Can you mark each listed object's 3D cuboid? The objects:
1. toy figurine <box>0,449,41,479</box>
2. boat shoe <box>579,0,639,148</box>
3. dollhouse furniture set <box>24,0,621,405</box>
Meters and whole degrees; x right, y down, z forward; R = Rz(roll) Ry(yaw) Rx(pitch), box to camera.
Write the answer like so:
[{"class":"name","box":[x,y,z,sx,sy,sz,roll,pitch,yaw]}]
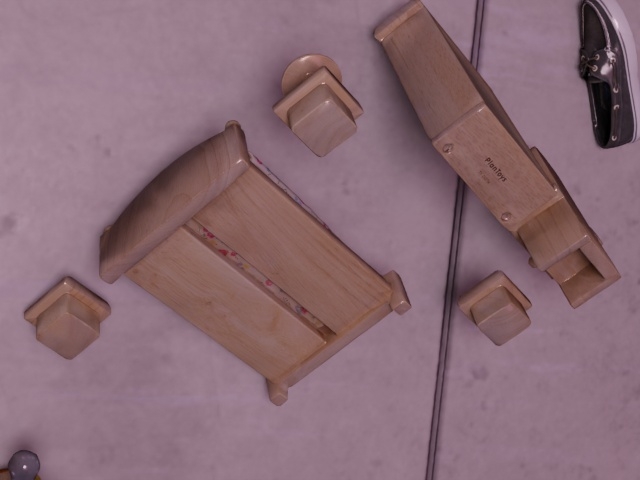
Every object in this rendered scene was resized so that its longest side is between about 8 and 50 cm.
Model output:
[{"class":"toy figurine","box":[-0.295,0.184,0.734,0.213,0.148,0.210,-42,115,-16]},{"class":"boat shoe","box":[0.251,-0.149,0.973,0.040,0.049,0.142,-24,107,-18]},{"class":"dollhouse furniture set","box":[0.000,0.000,0.890,0.355,0.174,0.303,-37,125,15]}]
